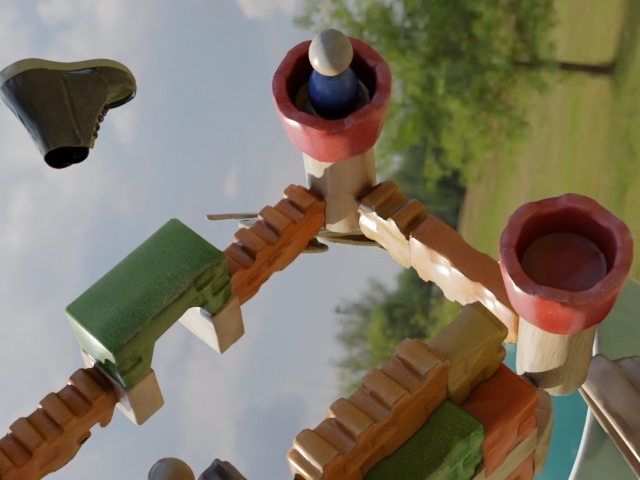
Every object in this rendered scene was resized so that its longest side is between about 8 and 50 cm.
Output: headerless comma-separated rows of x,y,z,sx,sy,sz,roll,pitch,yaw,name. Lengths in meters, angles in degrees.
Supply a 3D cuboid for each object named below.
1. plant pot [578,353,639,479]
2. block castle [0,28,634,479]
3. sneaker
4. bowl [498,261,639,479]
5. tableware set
0.308,0.172,1.143,0.237,0.110,0.237,55,-178,-3,plant pot
-0.042,0.088,0.928,0.453,0.303,0.213,-41,-29,-21,block castle
-0.277,-0.142,1.676,0.222,0.083,0.118,-10,-111,-58,sneaker
0.267,0.155,1.424,0.311,0.163,0.311,-171,90,-75,bowl
0.000,0.000,1.327,0.194,0.128,0.039,-4,-79,-56,tableware set
